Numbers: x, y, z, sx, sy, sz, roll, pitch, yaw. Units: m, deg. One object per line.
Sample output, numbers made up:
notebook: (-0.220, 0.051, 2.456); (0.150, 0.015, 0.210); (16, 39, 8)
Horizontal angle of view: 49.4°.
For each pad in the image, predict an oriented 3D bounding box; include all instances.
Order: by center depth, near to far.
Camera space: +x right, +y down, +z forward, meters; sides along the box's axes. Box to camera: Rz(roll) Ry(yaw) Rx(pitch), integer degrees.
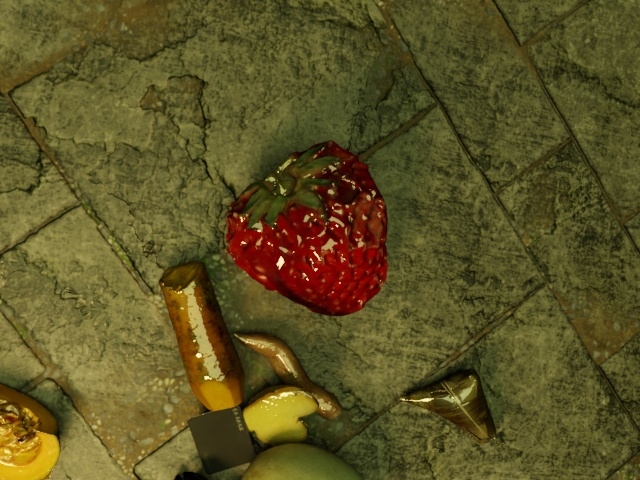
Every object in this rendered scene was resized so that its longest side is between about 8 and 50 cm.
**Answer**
pad: (-0.203, 0.415, 1.444); (0.112, 0.003, 0.157); (-16, 115, -6)

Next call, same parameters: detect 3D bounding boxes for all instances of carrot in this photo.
carrot: (-0.237, 0.193, 1.406); (0.114, 0.114, 0.301); (-19, 96, -13)

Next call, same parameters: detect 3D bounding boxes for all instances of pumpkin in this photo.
pumpkin: (-0.635, 0.367, 1.327); (0.279, 0.111, 0.163); (27, 101, -15)

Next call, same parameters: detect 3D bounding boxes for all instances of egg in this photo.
egg: (-0.025, 0.531, 1.418); (0.296, 0.218, 0.218); (19, 87, -25)

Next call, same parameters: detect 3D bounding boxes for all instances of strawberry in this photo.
strawberry: (0.000, 0.000, 1.403); (0.317, 0.295, 0.345); (-55, 137, -23)

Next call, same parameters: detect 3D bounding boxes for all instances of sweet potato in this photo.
sweet potato: (-0.067, 0.273, 1.477); (0.067, 0.059, 0.281); (-39, 100, 9)

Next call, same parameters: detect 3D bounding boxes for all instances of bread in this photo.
bread: (-0.073, 0.361, 1.456); (0.188, 0.065, 0.149); (-35, 110, 23)

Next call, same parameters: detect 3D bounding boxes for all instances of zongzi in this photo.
zongzi: (0.293, 0.400, 1.569); (0.184, 0.084, 0.187); (-21, 102, 2)

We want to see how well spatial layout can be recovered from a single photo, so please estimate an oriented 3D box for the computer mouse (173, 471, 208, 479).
computer mouse: (-0.234, 0.583, 1.410); (0.147, 0.077, 0.241); (-29, 85, 15)
